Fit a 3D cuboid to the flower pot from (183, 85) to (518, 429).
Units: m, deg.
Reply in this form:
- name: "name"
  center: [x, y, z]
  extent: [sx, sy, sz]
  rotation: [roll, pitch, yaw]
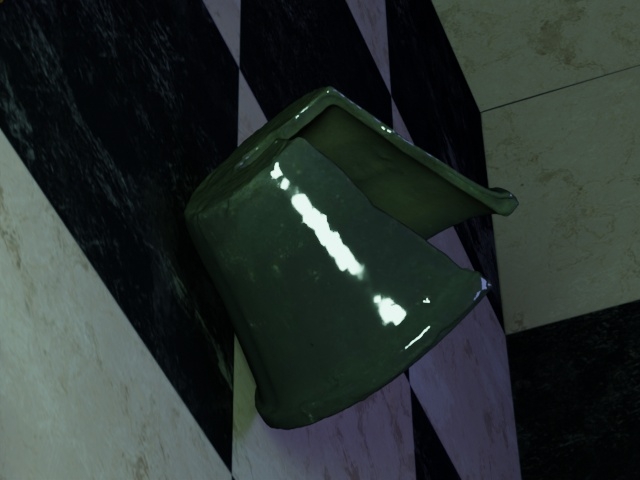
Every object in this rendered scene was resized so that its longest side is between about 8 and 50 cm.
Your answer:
- name: "flower pot"
  center: [0.000, 0.000, 2.191]
  extent: [0.251, 0.379, 0.379]
  rotation: [48, 22, -15]

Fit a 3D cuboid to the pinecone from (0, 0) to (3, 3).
- name: "pinecone"
  center: [-0.278, -0.283, 1.689]
  extent: [0.163, 0.163, 0.165]
  rotation: [40, 50, -66]
